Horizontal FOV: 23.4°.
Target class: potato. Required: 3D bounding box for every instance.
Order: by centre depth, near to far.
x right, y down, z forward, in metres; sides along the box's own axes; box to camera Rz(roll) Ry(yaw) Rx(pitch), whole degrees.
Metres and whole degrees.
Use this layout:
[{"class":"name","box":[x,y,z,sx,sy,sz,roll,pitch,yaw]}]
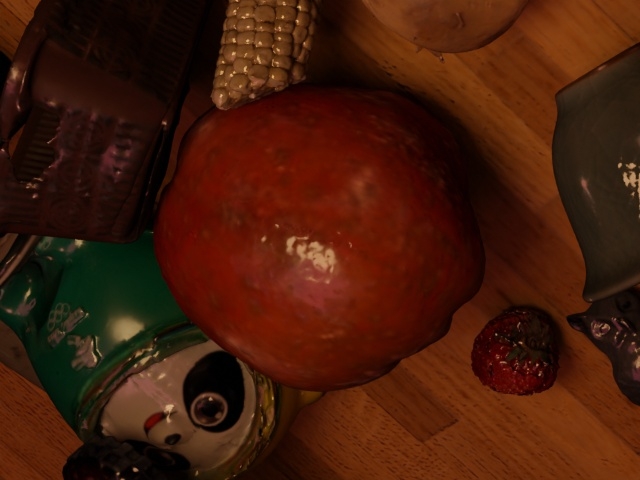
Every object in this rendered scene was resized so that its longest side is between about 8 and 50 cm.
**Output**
[{"class":"potato","box":[0.084,-0.252,1.118,0.161,0.128,0.234,-20,111,22]}]

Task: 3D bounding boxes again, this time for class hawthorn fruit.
[{"class":"hawthorn fruit","box":[0.000,0.000,1.264,0.284,0.284,0.284,16,132,18]}]

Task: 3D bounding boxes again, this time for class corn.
[{"class":"corn","box":[-0.029,-0.195,1.176,0.087,0.211,0.087,6,170,1]}]

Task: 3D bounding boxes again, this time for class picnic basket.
[{"class":"picnic basket","box":[-0.171,-0.132,1.258,0.129,0.297,0.222,16,128,-6]}]

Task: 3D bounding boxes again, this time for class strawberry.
[{"class":"strawberry","box":[0.173,0.102,1.386,0.083,0.083,0.096,33,164,2]}]

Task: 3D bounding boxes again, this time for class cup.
[{"class":"cup","box":[0.247,-0.066,1.151,0.199,0.199,0.150,-32,88,42]}]

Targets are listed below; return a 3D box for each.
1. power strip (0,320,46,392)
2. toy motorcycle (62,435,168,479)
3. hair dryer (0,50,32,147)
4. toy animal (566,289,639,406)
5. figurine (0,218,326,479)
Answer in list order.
[{"class":"power strip","box":[-0.342,0.066,1.616,0.387,0.066,0.092,38,126,-17]},{"class":"toy motorcycle","box":[-0.140,0.358,1.459,0.232,0.172,0.416,29,136,24]},{"class":"hair dryer","box":[-0.451,-0.146,1.435,0.244,0.116,0.302,-42,98,12]},{"class":"toy animal","box":[0.309,0.114,1.330,0.210,0.121,0.117,48,-179,10]},{"class":"figurine","box":[-0.166,0.095,1.480,0.340,0.231,0.323,39,114,-16]}]
